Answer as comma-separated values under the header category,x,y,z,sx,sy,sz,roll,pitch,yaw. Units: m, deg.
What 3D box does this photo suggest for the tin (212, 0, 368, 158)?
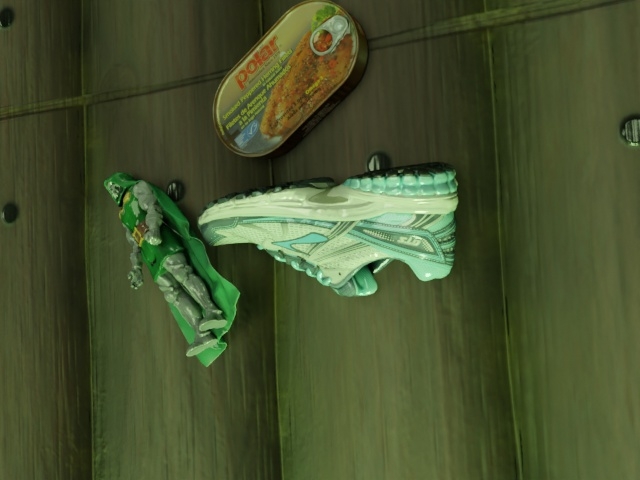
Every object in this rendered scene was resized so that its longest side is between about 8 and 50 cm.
category,x,y,z,sx,sy,sz,roll,pitch,yaw
tin,-0.032,-0.166,1.016,0.190,0.040,0.106,-42,73,18

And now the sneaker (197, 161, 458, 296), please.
category,x,y,z,sx,sy,sz,roll,pitch,yaw
sneaker,0.000,0.000,0.951,0.283,0.110,0.122,-5,96,31

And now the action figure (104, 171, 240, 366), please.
category,x,y,z,sx,sy,sz,roll,pitch,yaw
action figure,-0.172,0.013,1.054,0.232,0.064,0.137,55,137,26
